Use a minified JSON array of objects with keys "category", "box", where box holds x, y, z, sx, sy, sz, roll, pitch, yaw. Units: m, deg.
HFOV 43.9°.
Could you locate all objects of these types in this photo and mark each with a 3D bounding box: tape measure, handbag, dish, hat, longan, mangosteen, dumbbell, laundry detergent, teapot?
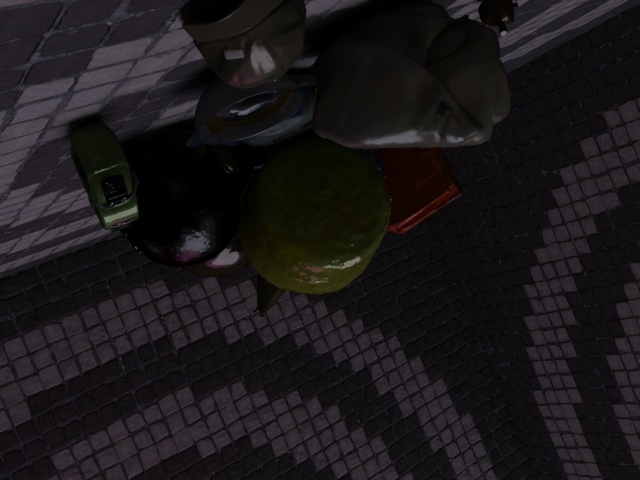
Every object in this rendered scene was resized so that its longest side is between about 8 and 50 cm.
[{"category":"tape measure","box":[-0.366,-0.123,1.343,0.087,0.177,0.154,-24,168,-18]},{"category":"handbag","box":[0.246,-0.248,2.494,0.303,0.410,0.116,-36,152,31]},{"category":"dish","box":[-0.136,-0.249,1.400,0.236,0.086,0.228,-19,170,-13]},{"category":"hat","box":[-0.091,-0.256,1.036,0.166,0.144,0.173,-25,-157,13]},{"category":"longan","box":[-0.295,-0.072,2.191,0.361,0.361,0.361,-23,-179,0]},{"category":"mangosteen","box":[-0.296,-0.093,1.726,0.313,0.297,0.297,-36,-171,-36]},{"category":"dumbbell","box":[-0.244,-0.204,1.922,0.225,0.124,0.140,-23,-179,25]},{"category":"laundry detergent","box":[-0.083,-0.268,1.677,0.264,0.125,0.398,-24,180,18]},{"category":"teapot","box":[0.372,-0.477,1.670,0.080,0.110,0.085,-7,145,29]}]

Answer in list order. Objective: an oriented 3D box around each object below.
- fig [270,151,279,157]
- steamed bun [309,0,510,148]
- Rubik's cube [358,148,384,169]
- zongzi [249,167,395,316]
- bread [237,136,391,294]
[{"category":"fig","box":[-0.054,-0.293,2.045,0.159,0.159,0.257,-22,-162,37]},{"category":"steamed bun","box":[0.167,-0.300,1.436,0.367,0.255,0.342,1,-166,-5]},{"category":"Rubik's cube","box":[0.042,-0.275,2.364,0.237,0.237,0.238,-20,-179,6]},{"category":"zongzi","box":[0.000,0.000,2.165,0.447,0.418,0.181,6,179,-44]},{"category":"bread","box":[-0.005,-0.058,1.790,0.348,0.348,0.308,-23,177,-17]}]
